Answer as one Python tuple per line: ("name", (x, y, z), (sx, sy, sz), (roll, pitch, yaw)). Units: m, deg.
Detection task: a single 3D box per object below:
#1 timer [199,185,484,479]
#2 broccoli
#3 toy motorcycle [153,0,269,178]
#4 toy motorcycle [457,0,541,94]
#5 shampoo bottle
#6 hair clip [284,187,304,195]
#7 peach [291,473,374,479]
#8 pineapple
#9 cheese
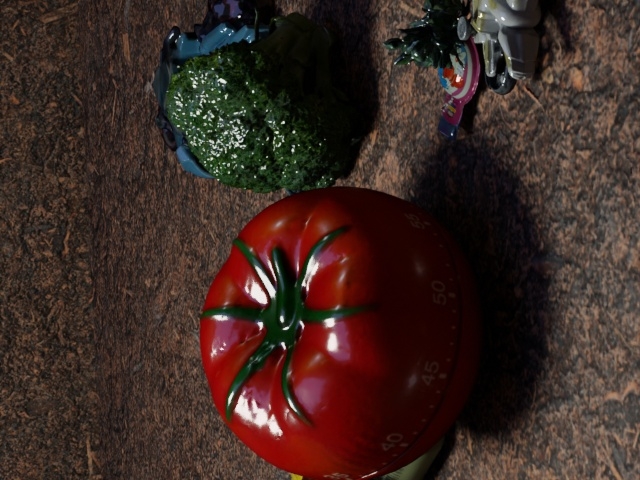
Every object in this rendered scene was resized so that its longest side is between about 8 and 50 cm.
("timer", (0.032, 0.120, 1.742), (0.378, 0.279, 0.378), (-20, 62, 42))
("broccoli", (-0.089, -0.215, 2.065), (0.321, 0.304, 0.283), (1, 59, 47))
("toy motorcycle", (-0.185, -0.271, 2.431), (0.416, 0.172, 0.232), (-56, 49, 43))
("toy motorcycle", (0.217, -0.286, 1.558), (0.151, 0.074, 0.228), (138, 134, -68))
("shampoo bottle", (0.124, 0.276, 1.860), (0.162, 0.079, 0.079), (112, 146, -45))
("hair clip", (0.000, 0.000, 2.157), (0.083, 0.048, 0.275), (-54, 46, 51))
("peach", (0.030, 0.445, 1.964), (0.257, 0.201, 0.361), (-81, 5, -56))
("pineapple", (0.142, -0.316, 1.664), (0.083, 0.103, 0.221), (101, 179, -85))
("cheese", (0.173, -0.199, 1.718), (0.095, 0.038, 0.145), (-132, 44, -56))
